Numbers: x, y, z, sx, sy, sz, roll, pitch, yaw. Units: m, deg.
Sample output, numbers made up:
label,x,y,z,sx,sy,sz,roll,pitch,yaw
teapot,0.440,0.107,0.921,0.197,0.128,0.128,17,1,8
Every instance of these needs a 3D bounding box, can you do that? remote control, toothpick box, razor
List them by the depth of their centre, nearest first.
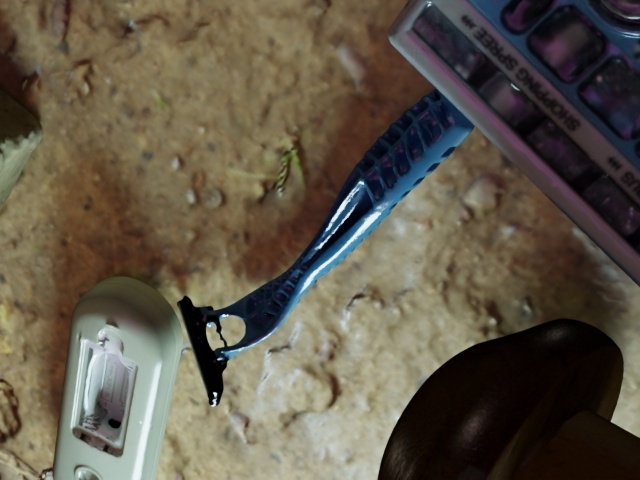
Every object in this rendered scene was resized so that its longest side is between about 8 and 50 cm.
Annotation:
label,x,y,z,sx,sy,sz,roll,pitch,yaw
toothpick box,0.169,0.169,0.550,0.294,0.192,0.192,31,124,28
razor,0.000,0.000,0.652,0.253,0.042,0.082,-46,52,31
remote control,-0.150,0.123,0.766,0.078,0.042,0.221,23,122,11

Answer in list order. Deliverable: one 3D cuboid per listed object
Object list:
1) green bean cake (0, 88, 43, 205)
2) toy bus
label,x,y,z,sx,sy,sz,roll,pitch,yaw
green bean cake,-0.281,-0.080,0.678,0.179,0.109,0.085,38,122,1
toy bus,0.178,-0.056,0.517,0.297,0.106,0.131,43,126,-5
